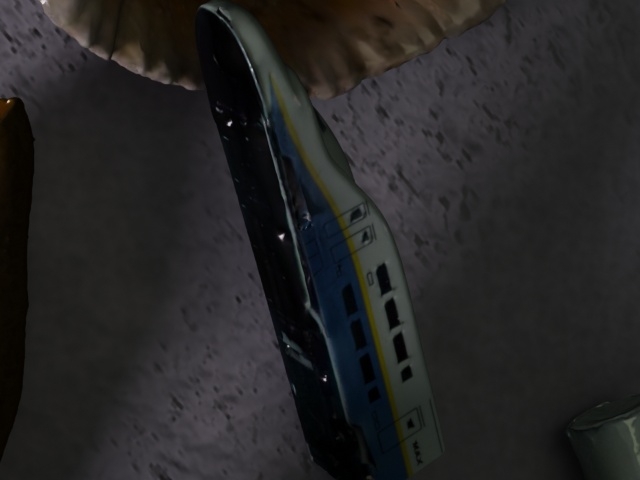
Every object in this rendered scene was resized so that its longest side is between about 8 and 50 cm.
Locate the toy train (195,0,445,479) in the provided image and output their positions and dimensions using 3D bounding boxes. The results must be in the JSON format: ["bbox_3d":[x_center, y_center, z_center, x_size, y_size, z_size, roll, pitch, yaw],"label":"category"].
[{"bbox_3d":[0.000,0.000,0.774,0.051,0.052,0.234,-29,122,-25],"label":"toy train"}]

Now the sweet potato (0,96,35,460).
[{"bbox_3d":[-0.163,0.059,0.753,0.077,0.077,0.244,10,88,-19],"label":"sweet potato"}]

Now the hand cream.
[{"bbox_3d":[0.173,0.173,0.872,0.078,0.050,0.205,-23,95,-24],"label":"hand cream"}]

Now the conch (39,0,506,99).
[{"bbox_3d":[0.007,-0.216,0.778,0.352,0.297,0.210,-23,48,-13],"label":"conch"}]
